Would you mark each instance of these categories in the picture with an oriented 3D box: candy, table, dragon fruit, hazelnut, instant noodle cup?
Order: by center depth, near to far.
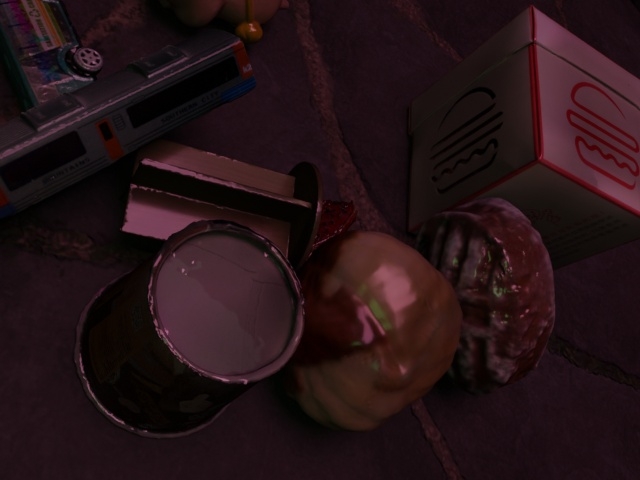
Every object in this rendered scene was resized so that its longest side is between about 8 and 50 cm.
[{"bbox_3d":[-0.139,0.095,0.710,0.217,0.207,0.217,15,60,-27],"label":"instant noodle cup"},{"bbox_3d":[-0.134,-0.049,0.823,0.226,0.167,0.167,13,60,-25],"label":"table"},{"bbox_3d":[0.060,0.113,0.850,0.261,0.241,0.261,-3,97,-28],"label":"hazelnut"},{"bbox_3d":[0.233,0.086,0.956,0.157,0.214,0.289,-14,105,-36],"label":"candy"},{"bbox_3d":[0.000,0.002,0.968,0.097,0.063,0.131,8,51,8],"label":"dragon fruit"}]

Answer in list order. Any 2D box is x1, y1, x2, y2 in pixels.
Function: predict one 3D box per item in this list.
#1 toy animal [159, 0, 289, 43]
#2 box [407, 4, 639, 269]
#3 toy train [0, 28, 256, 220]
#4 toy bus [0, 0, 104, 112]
[{"bbox_3d":[-0.153,-0.405,1.005,0.248,0.149,0.165,-5,55,-49],"label":"toy animal"},{"bbox_3d":[0.361,-0.143,1.116,0.312,0.314,0.300,21,60,-26],"label":"box"},{"bbox_3d":[-0.265,-0.130,0.731,0.409,0.086,0.089,-33,130,-24],"label":"toy train"},{"bbox_3d":[-0.356,-0.249,0.814,0.109,0.091,0.262,-20,78,-33],"label":"toy bus"}]
